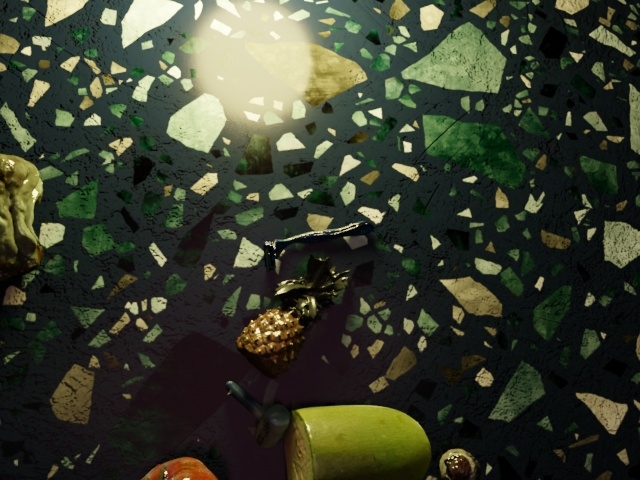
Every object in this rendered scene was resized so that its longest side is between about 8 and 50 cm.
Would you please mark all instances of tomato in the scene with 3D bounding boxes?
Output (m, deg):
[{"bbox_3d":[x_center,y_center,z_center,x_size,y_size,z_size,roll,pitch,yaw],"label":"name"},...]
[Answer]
[{"bbox_3d":[-0.320,0.595,1.018,0.232,0.232,0.188,-26,98,-14],"label":"tomato"}]

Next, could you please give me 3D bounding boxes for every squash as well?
[{"bbox_3d":[0.092,0.507,1.124,0.309,0.210,0.233,4,54,-23],"label":"squash"}]

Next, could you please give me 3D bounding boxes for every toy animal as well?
[{"bbox_3d":[0.369,0.586,1.182,0.137,0.098,0.098,29,73,-1],"label":"toy animal"}]

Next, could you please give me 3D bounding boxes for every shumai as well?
[{"bbox_3d":[-0.772,-0.029,1.083,0.309,0.304,0.263,-29,92,-13],"label":"shumai"}]

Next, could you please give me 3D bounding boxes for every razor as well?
[{"bbox_3d":[-0.005,-0.007,1.307,0.324,0.093,0.056,-16,43,-16],"label":"razor"}]

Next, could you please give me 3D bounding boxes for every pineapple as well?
[{"bbox_3d":[-0.061,0.171,1.211,0.165,0.165,0.364,37,65,2],"label":"pineapple"}]

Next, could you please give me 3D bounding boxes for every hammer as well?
[{"bbox_3d":[-0.164,0.415,1.156,0.194,0.116,0.069,35,33,19],"label":"hammer"}]
